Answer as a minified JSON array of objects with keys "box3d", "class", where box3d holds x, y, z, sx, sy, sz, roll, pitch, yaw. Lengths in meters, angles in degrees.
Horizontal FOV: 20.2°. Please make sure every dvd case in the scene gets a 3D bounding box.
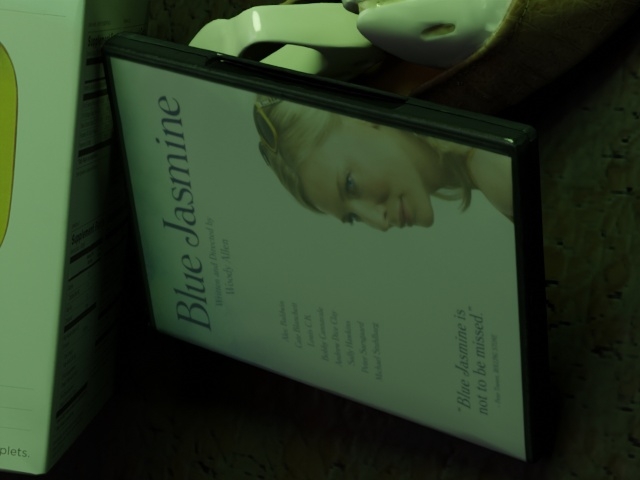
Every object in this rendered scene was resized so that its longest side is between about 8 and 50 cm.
[{"box3d":[0.000,0.000,0.898,0.253,0.022,0.180,17,128,34],"class":"dvd case"}]

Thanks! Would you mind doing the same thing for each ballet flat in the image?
[{"box3d":[0.020,-0.106,0.919,0.342,0.124,0.116,-24,67,38],"class":"ballet flat"}]

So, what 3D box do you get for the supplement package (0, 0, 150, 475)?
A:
[{"box3d":[-0.217,-0.031,1.001,0.199,0.198,0.262,7,99,3],"class":"supplement package"}]
